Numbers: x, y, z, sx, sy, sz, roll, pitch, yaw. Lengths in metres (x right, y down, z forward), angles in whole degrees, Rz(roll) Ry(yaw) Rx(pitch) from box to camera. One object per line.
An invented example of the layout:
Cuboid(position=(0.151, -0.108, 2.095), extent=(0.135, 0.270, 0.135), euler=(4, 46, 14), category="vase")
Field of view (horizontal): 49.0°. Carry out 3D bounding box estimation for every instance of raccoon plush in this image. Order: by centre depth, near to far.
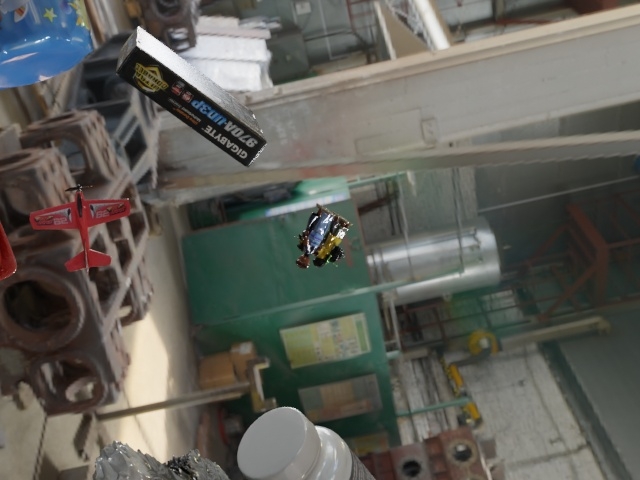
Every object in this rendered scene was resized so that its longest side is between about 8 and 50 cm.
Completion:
Cuboid(position=(-0.292, 0.481, 1.105), extent=(0.446, 0.299, 0.216), euler=(50, -5, -38), category="raccoon plush")

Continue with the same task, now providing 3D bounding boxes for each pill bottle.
Cuboid(position=(-0.001, 0.425, 1.173), extent=(0.319, 0.176, 0.176), euler=(56, 13, -32), category="pill bottle")

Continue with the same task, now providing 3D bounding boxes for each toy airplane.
Cuboid(position=(-0.359, -0.016, 1.072), extent=(0.028, 0.151, 0.151), euler=(114, -34, -70), category="toy airplane")

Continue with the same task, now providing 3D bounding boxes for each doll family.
Cuboid(position=(0.000, 0.000, 1.278), extent=(0.076, 0.111, 0.193), euler=(34, 4, 28), category="doll family")

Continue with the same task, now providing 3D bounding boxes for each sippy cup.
Cuboid(position=(-0.395, -0.314, 0.855), extent=(0.240, 0.305, 0.224), euler=(-41, 110, -77), category="sippy cup")

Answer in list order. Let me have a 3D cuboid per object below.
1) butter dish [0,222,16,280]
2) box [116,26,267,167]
Cuboid(position=(-0.528, 0.008, 0.992), extent=(0.118, 0.160, 0.160), euler=(8, -62, 60), category="butter dish")
Cuboid(position=(-0.186, -0.210, 1.014), extent=(0.220, 0.051, 0.175), euler=(34, 13, -26), category="box")
